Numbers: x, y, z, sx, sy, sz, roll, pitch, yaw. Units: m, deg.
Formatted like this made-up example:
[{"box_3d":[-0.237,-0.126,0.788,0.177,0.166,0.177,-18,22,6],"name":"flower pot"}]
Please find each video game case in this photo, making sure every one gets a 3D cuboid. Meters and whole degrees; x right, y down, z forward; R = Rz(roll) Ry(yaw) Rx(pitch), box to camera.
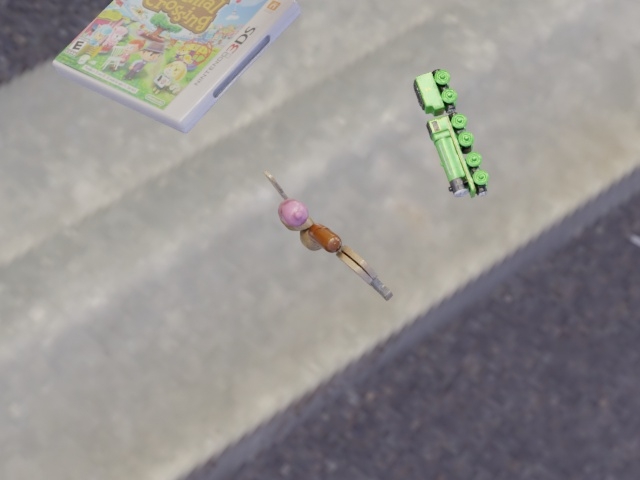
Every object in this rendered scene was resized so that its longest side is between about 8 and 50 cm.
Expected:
[{"box_3d":[-0.157,-0.219,2.052,0.193,0.212,0.023,-48,140,-20],"name":"video game case"}]

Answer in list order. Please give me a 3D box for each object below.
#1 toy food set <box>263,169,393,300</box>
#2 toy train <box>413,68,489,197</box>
[{"box_3d":[0.000,0.000,1.426,0.019,0.122,0.078,-46,156,-4],"name":"toy food set"},{"box_3d":[0.075,-0.061,1.103,0.023,0.083,0.017,-17,161,-5],"name":"toy train"}]
